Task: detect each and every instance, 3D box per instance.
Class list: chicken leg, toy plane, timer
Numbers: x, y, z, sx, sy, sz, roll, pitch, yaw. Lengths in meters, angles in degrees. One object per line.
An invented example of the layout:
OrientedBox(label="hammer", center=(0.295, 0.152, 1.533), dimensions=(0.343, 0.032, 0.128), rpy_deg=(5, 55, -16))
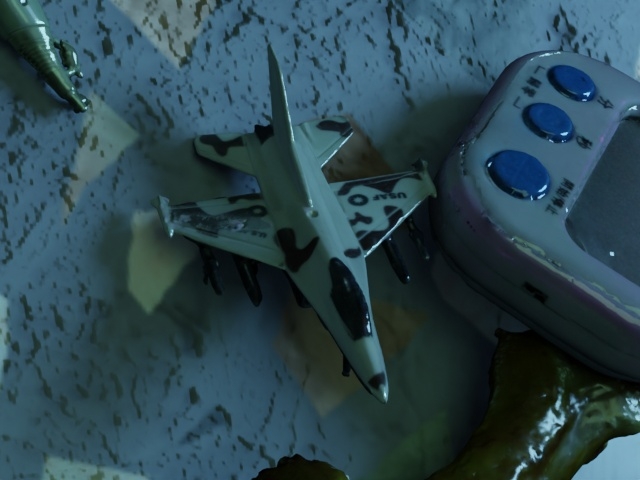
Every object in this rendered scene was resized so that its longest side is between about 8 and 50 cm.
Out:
OrientedBox(label="chicken leg", center=(0.046, 0.172, 0.888), dimensions=(0.211, 0.140, 0.361), rpy_deg=(44, 44, -26))
OrientedBox(label="toy plane", center=(-0.003, 0.005, 0.938), dimensions=(0.160, 0.082, 0.234), rpy_deg=(-8, 57, -14))
OrientedBox(label="timer", center=(0.166, -0.016, 1.023), dimensions=(0.190, 0.069, 0.208), rpy_deg=(33, 42, 4))

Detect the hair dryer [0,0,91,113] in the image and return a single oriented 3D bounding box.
OrientedBox(label="hair dryer", center=(-0.164, -0.184, 0.966), dimensions=(0.206, 0.075, 0.237), rpy_deg=(-24, 90, -38))
